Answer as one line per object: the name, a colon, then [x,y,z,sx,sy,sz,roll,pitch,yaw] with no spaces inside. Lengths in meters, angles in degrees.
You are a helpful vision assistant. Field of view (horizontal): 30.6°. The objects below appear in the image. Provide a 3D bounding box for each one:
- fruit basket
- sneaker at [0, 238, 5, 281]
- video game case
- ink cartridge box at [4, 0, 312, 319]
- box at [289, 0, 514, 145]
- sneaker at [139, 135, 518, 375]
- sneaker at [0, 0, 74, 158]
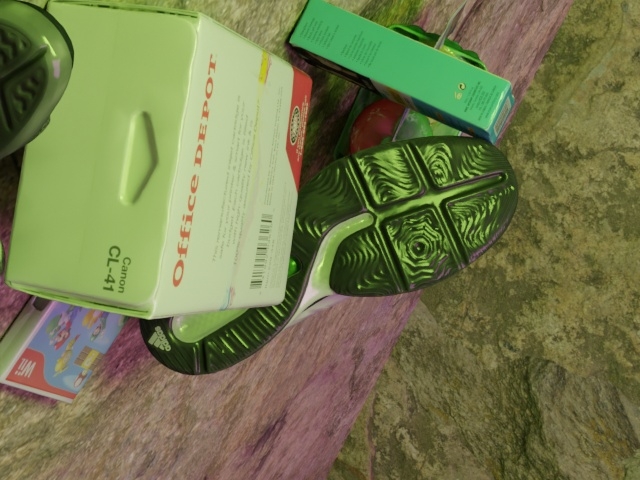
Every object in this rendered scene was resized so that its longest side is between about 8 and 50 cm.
fruit basket: [0.116,-0.139,1.587,0.353,0.166,0.327,-71,-176,-60]
sneaker: [-0.311,0.116,0.789,0.295,0.105,0.147,-64,-172,-2]
video game case: [-0.214,0.031,1.190,0.285,0.025,0.204,-56,166,-7]
ink cartridge box: [-0.117,-0.059,0.975,0.306,0.131,0.226,8,91,-73]
box: [0.093,-0.188,1.309,0.060,0.244,0.100,-64,166,0]
sneaker: [-0.001,-0.001,1.376,0.448,0.169,0.257,-24,-174,-3]
sneaker: [-0.195,-0.089,0.667,0.227,0.087,0.130,-31,-162,45]
